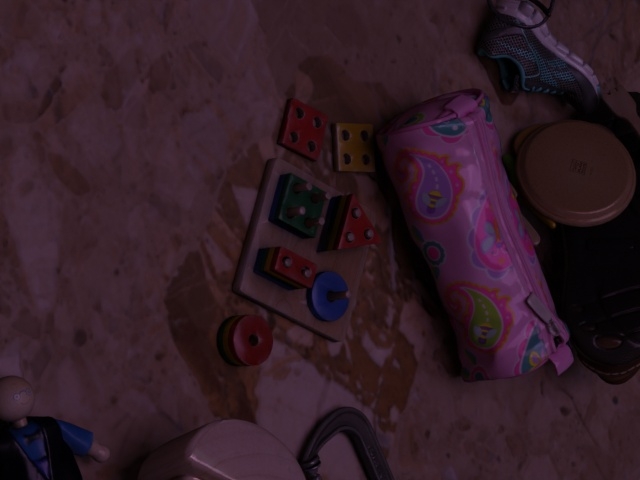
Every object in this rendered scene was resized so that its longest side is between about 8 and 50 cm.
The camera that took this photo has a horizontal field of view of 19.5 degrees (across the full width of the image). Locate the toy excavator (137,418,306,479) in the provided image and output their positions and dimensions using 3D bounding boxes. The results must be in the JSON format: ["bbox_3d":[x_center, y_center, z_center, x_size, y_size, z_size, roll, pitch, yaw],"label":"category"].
[{"bbox_3d":[-0.055,0.417,1.446,0.445,0.222,0.433,52,47,-10],"label":"toy excavator"}]

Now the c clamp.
[{"bbox_3d":[0.023,0.240,1.714,0.137,0.022,0.160,-28,104,-39],"label":"c clamp"}]

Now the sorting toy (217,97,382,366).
[{"bbox_3d":[0.000,0.000,1.705,0.132,0.046,0.274,29,67,-35],"label":"sorting toy"}]

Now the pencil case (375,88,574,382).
[{"bbox_3d":[0.151,0.000,1.787,0.124,0.124,0.284,-30,104,-39],"label":"pencil case"}]

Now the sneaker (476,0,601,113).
[{"bbox_3d":[0.219,-0.175,1.914,0.166,0.065,0.076,41,77,-27],"label":"sneaker"}]

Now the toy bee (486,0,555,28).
[{"bbox_3d":[0.289,-0.338,1.884,0.195,0.162,0.298,15,37,0],"label":"toy bee"}]

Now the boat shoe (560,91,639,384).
[{"bbox_3d":[0.302,-0.001,1.932,0.120,0.123,0.324,73,25,-58],"label":"boat shoe"}]

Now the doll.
[{"bbox_3d":[-0.219,0.196,1.495,0.129,0.046,0.189,-25,96,-34],"label":"doll"}]

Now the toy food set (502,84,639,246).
[{"bbox_3d":[0.255,-0.069,1.890,0.192,0.038,0.132,-26,68,-17],"label":"toy food set"}]
